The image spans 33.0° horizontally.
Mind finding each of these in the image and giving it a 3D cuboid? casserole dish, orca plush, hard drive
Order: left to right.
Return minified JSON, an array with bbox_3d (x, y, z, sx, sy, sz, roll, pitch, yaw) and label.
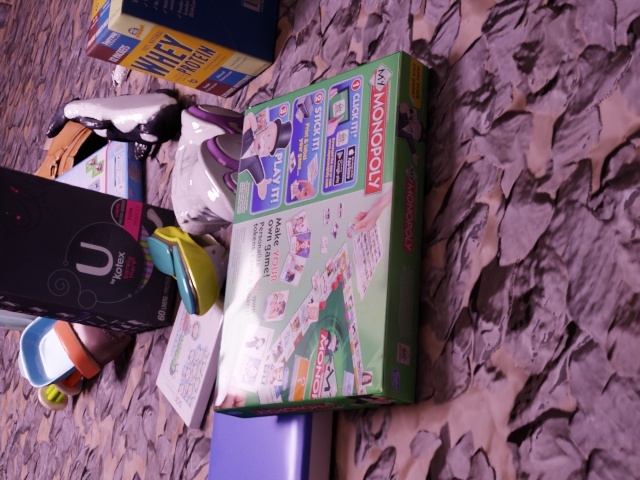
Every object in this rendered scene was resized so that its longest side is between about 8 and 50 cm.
[{"bbox_3d":[-0.394,0.154,1.689,0.188,0.037,0.114,-35,59,17],"label":"casserole dish"},{"bbox_3d":[-0.309,-0.161,1.658,0.287,0.151,0.102,-1,113,31],"label":"orca plush"},{"bbox_3d":[-0.051,0.154,1.102,0.210,0.040,0.319,-27,54,56],"label":"hard drive"}]

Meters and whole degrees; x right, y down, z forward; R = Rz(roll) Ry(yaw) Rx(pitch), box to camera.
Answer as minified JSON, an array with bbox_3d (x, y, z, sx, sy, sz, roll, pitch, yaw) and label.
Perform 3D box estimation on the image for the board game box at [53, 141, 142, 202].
[{"bbox_3d":[-0.374,-0.060,1.739,0.211,0.039,0.160,-28,49,24],"label":"board game box"}]

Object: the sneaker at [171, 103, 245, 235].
[{"bbox_3d":[-0.108,-0.058,1.259,0.305,0.114,0.152,-124,46,-67],"label":"sneaker"}]

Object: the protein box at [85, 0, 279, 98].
[{"bbox_3d":[-0.170,-0.318,1.377,0.136,0.201,0.200,-24,56,57],"label":"protein box"}]

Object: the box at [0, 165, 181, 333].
[{"bbox_3d":[-0.340,0.020,1.464,0.143,0.270,0.165,-19,62,59],"label":"box"}]

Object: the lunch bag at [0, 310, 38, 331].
[{"bbox_3d":[-0.517,0.043,1.796,0.108,0.279,0.224,118,152,-46],"label":"lunch bag"}]

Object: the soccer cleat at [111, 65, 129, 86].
[{"bbox_3d":[-0.349,-0.297,1.905,0.083,0.029,0.036,-25,64,61],"label":"soccer cleat"}]

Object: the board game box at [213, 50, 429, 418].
[{"bbox_3d":[0.000,0.000,1.011,0.213,0.046,0.318,-12,65,41],"label":"board game box"}]

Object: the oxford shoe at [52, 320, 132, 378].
[{"bbox_3d":[-0.368,0.081,1.634,0.098,0.097,0.271,-33,61,-5],"label":"oxford shoe"}]

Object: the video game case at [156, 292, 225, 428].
[{"bbox_3d":[-0.155,0.132,1.336,0.143,0.019,0.157,32,105,62],"label":"video game case"}]

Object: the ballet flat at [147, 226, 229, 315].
[{"bbox_3d":[-0.151,0.026,1.318,0.231,0.077,0.077,-144,42,-64],"label":"ballet flat"}]

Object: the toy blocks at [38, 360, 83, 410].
[{"bbox_3d":[-0.401,0.185,1.740,0.148,0.054,0.123,-48,41,32],"label":"toy blocks"}]

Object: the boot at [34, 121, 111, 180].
[{"bbox_3d":[-0.453,-0.081,1.939,0.220,0.109,0.284,13,82,59],"label":"boot"}]
